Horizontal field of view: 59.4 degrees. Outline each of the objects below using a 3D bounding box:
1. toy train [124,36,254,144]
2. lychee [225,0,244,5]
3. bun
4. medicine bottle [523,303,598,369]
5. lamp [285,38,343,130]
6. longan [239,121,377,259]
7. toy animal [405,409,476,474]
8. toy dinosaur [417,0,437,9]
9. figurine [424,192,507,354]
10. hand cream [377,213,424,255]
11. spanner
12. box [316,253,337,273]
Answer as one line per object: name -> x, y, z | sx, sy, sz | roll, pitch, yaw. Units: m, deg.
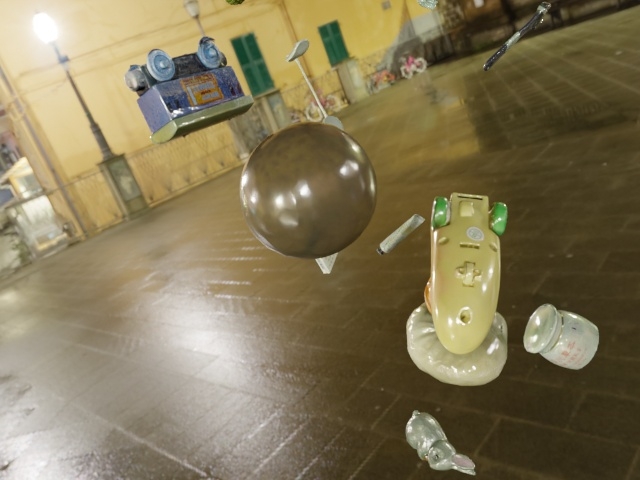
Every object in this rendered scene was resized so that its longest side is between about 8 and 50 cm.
toy train -> -0.316, -0.359, 1.344 | 0.131, 0.202, 0.299 | -15, 15, 43
lychee -> -0.199, -0.619, 1.287 | 0.114, 0.147, 0.114 | 1, 7, 0
bun -> 0.347, 0.241, 1.431 | 0.272, 0.169, 0.273 | -2, 36, 2
medicine bottle -> 0.644, 0.258, 1.509 | 0.142, 0.147, 0.147 | 22, 18, -5
lamp -> -0.003, -0.296, 1.108 | 0.056, 0.198, 0.050 | -28, 3, 46
longan -> -0.025, -0.088, 1.007 | 0.257, 0.258, 0.258 | -20, 16, 6
toy animal -> 0.336, 0.600, 1.626 | 0.107, 0.138, 0.236 | -21, 22, -15
toy dinosaur -> 0.152, -0.480, 0.926 | 0.106, 0.187, 0.044 | -42, 5, 31
figurine -> 0.244, 0.059, 0.991 | 0.124, 0.222, 0.325 | 8, 51, 6
hand cream -> 0.276, -0.019, 1.948 | 0.194, 0.067, 0.042 | -42, 47, 20
spanner -> 0.611, -0.628, 1.748 | 0.316, 0.024, 0.087 | -44, -20, -13
box -> 0.000, 0.000, 1.470 | 0.024, 0.167, 0.090 | -1, 48, 30
